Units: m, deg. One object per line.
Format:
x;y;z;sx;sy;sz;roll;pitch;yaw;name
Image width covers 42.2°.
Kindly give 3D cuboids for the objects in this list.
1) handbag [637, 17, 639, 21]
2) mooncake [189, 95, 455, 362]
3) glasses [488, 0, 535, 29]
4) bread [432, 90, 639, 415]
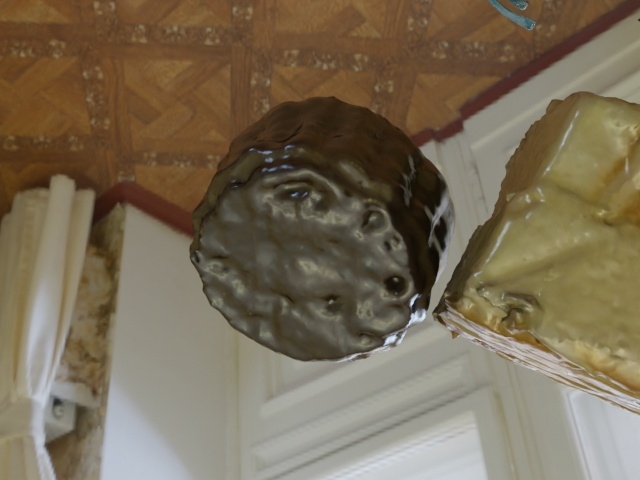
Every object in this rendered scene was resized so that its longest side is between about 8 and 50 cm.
0.687;-0.383;1.256;0.162;0.327;0.325;-29;148;-30;handbag
0.001;-0.002;1.035;0.324;0.187;0.324;7;123;11;mooncake
0.264;-0.442;1.308;0.220;0.189;0.088;33;117;-10;glasses
0.342;0.039;0.872;0.390;0.279;0.371;20;172;7;bread
